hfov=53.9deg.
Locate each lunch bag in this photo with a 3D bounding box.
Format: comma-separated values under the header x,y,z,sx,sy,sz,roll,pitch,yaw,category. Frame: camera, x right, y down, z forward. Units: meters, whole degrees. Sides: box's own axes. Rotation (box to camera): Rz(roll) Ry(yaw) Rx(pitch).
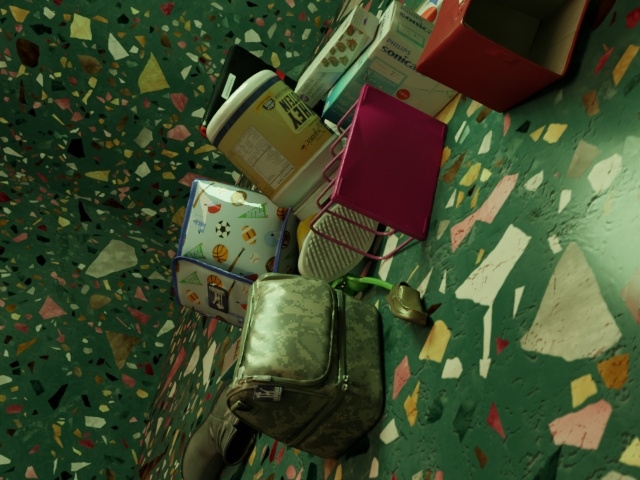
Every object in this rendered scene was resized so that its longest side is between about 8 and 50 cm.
x,y,z,sx,sy,sz,roll,pitch,yaw,category
-0.037,0.223,1.182,0.213,0.255,0.305,-52,21,36,lunch bag
-0.229,0.048,1.782,0.239,0.327,0.386,1,-75,-69,lunch bag

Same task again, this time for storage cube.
x,y,z,sx,sy,sz,roll,pitch,yaw,category
0.304,-0.356,1.065,0.193,0.214,0.184,156,136,-75,storage cube

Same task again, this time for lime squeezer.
x,y,z,sx,sy,sz,roll,pitch,yaw,category
0.065,0.117,1.369,0.310,0.058,0.110,-43,27,49,lime squeezer

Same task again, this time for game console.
x,y,z,sx,sy,sz,roll,pitch,yaw,category
-0.145,-0.340,1.748,0.060,0.341,0.387,-43,28,43,game console

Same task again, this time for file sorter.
x,y,z,sx,sy,sz,roll,pitch,yaw,category
0.114,-0.133,1.333,0.182,0.202,0.291,-43,27,58,file sorter

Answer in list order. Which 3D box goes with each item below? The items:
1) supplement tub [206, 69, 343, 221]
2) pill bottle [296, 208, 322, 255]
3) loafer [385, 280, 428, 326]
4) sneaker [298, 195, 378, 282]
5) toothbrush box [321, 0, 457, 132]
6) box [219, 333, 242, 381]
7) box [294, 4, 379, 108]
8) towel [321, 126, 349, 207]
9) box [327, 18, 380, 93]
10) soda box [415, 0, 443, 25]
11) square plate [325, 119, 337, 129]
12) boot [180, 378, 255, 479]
x,y,z,sx,sy,sz,roll,pitch,yaw,category
-0.089,-0.222,1.505,0.228,0.316,0.228,-46,5,6,supplement tub
0.000,0.000,1.617,0.119,0.119,0.208,-59,18,20,pill bottle
0.153,0.108,1.116,0.148,0.056,0.050,-134,64,-72,loafer
0.054,-0.028,1.458,0.366,0.135,0.150,-53,4,-31,sneaker
0.171,-0.362,1.450,0.295,0.216,0.126,-43,26,48,toothbrush box
-0.225,0.338,1.915,0.244,0.060,0.101,-50,23,40,box
0.029,-0.422,1.479,0.324,0.063,0.067,-35,30,59,box
0.047,-0.198,1.752,0.235,0.121,0.283,-67,17,-3,towel
0.127,-0.454,1.678,0.166,0.168,0.203,3,63,28,box
0.300,-0.544,1.521,0.286,0.098,0.091,-39,31,54,soda box
0.113,-0.467,1.958,0.344,0.049,0.347,-59,16,-5,square plate
-0.266,0.547,1.671,0.222,0.118,0.339,20,89,68,boot
